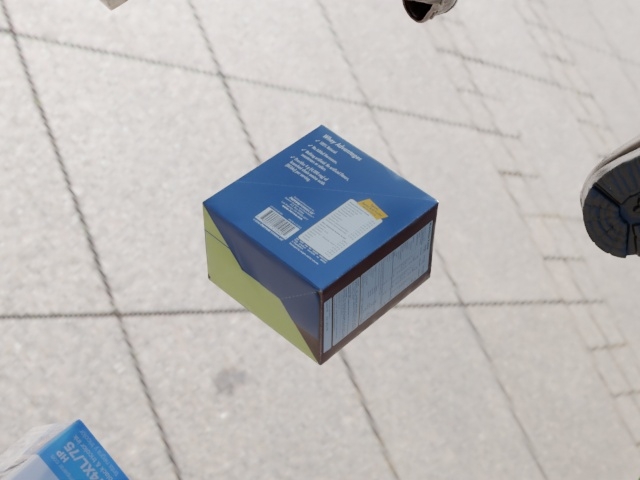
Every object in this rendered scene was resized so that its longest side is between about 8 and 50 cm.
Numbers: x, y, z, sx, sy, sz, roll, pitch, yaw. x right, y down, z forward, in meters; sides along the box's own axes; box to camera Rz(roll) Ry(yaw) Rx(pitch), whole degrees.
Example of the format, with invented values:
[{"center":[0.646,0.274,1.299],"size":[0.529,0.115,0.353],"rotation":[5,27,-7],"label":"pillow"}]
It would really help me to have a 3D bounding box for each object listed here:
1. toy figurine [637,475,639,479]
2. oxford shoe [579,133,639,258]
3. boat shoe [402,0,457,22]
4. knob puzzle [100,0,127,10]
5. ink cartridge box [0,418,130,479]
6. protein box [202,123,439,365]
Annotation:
[{"center":[0.308,0.129,0.831],"size":[0.130,0.173,0.159],"rotation":[32,51,13],"label":"toy figurine"},{"center":[0.273,-0.065,0.790],"size":[0.096,0.227,0.083],"rotation":[-71,143,-70],"label":"oxford shoe"},{"center":[0.115,-0.283,1.336],"size":[0.073,0.073,0.207],"rotation":[51,3,14],"label":"boat shoe"},{"center":[-0.076,-0.207,0.728],"size":[0.030,0.213,0.213],"rotation":[42,32,-18],"label":"knob puzzle"},{"center":[-0.328,0.358,1.345],"size":[0.270,0.198,0.197],"rotation":[-42,100,-29],"label":"ink cartridge box"},{"center":[0.000,0.000,1.491],"size":[0.200,0.136,0.201],"rotation":[35,55,29],"label":"protein box"}]
